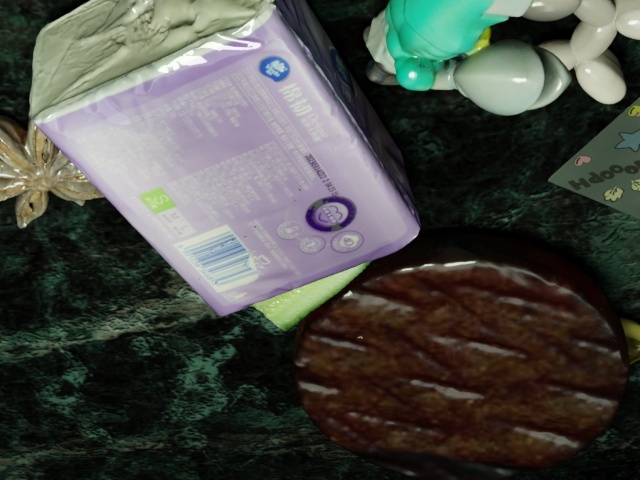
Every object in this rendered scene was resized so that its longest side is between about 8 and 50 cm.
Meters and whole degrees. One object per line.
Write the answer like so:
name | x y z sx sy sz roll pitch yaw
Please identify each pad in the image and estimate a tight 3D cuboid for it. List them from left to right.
pad | 0.383 -0.106 1.302 0.170 0.006 0.245 19 136 -25

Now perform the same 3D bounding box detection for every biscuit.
biscuit | 0.169 0.145 1.508 0.407 0.091 0.407 3 132 3

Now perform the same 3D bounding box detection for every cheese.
cheese | 0.350 0.114 1.554 0.086 0.036 0.162 -32 133 31

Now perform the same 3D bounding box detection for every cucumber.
cucumber | 0.000 0.000 1.373 0.115 0.063 0.244 35 130 -26

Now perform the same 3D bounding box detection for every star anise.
star anise | -0.283 -0.079 1.268 0.182 0.065 0.195 12 136 -24

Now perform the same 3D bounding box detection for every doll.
doll | 0.128 -0.214 1.050 0.153 0.258 0.195 -4 107 -21
doll | 0.244 -0.204 1.130 0.160 0.059 0.161 12 140 -19

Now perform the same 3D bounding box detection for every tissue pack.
tissue pack | -0.083 -0.104 1.161 0.242 0.160 0.338 -22 137 14
